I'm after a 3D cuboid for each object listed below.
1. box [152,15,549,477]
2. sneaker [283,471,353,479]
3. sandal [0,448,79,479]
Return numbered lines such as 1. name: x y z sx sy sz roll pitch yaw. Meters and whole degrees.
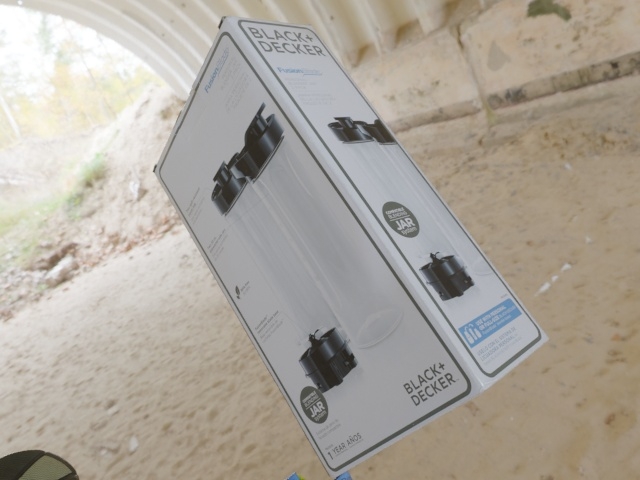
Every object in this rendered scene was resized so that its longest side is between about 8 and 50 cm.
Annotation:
1. box: 0.000 0.000 0.414 0.087 0.290 0.169 -17 -24 -44
2. sneaker: -0.051 0.325 0.671 0.209 0.082 0.069 -18 -22 13
3. sandal: -0.371 0.353 0.581 0.086 0.120 0.303 -39 17 37
